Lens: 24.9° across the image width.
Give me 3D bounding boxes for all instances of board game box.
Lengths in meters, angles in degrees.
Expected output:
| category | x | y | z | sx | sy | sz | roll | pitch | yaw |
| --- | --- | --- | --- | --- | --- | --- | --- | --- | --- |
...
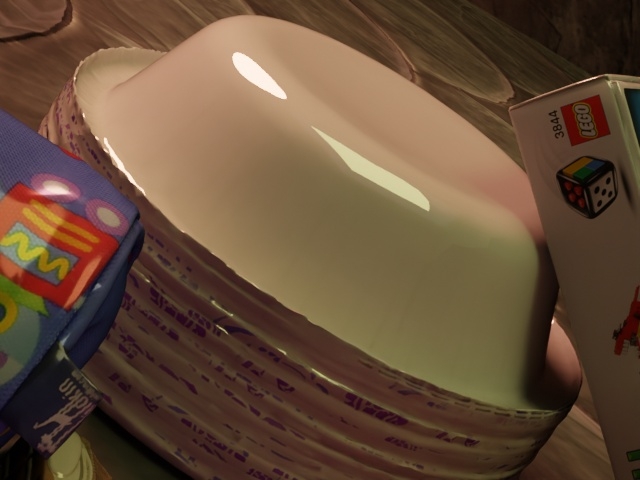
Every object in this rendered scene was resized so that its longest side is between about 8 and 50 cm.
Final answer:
| category | x | y | z | sx | sy | sz | roll | pitch | yaw |
| --- | --- | --- | --- | --- | --- | --- | --- | --- | --- |
| board game box | 0.180 | 0.073 | 0.695 | 0.193 | 0.053 | 0.305 | -11 | 85 | -66 |

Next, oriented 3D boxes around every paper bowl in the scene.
| category | x | y | z | sx | sy | sz | roll | pitch | yaw |
| --- | --- | --- | --- | --- | --- | --- | --- | --- | --- |
| paper bowl | 0.000 | 0.000 | 0.692 | 0.284 | 0.148 | 0.284 | 29 | 19 | -11 |

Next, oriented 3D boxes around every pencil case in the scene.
| category | x | y | z | sx | sy | sz | roll | pitch | yaw |
| --- | --- | --- | --- | --- | --- | --- | --- | --- | --- |
| pencil case | -0.204 | -0.029 | 0.460 | 0.306 | 0.133 | 0.119 | 33 | -27 | -7 |

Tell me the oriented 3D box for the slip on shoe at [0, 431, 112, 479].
| category | x | y | z | sx | sy | sz | roll | pitch | yaw |
| --- | --- | --- | --- | --- | --- | --- | --- | --- | --- |
| slip on shoe | -0.085 | 0.103 | 0.447 | 0.041 | 0.051 | 0.135 | 41 | 9 | -17 |
